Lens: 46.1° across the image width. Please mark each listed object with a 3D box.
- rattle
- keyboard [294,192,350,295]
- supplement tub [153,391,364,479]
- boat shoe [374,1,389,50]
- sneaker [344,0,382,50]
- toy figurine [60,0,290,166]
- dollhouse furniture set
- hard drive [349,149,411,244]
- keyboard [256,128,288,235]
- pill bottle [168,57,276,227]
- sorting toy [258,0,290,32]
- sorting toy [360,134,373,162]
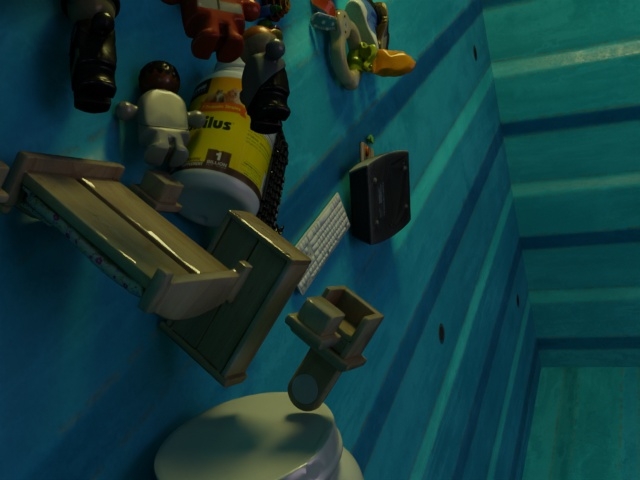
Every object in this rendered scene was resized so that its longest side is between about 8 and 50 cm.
[{"bbox_3d":[0.077,-0.379,1.407,0.130,0.142,0.200,-55,144,-28],"label":"rattle"},{"bbox_3d":[0.000,0.000,1.312,0.256,0.014,0.072,-54,134,-55],"label":"keyboard"},{"bbox_3d":[-0.050,0.371,0.867,0.241,0.241,0.331,-41,122,-60],"label":"supplement tub"},{"bbox_3d":[0.119,-0.431,1.608,0.049,0.056,0.152,23,74,-68],"label":"boat shoe"},{"bbox_3d":[0.102,-0.428,1.555,0.084,0.058,0.152,-43,119,-49],"label":"sneaker"},{"bbox_3d":[-0.147,-0.198,0.803,0.209,0.213,0.148,44,31,-60],"label":"toy figurine"},{"bbox_3d":[-0.154,0.073,0.724,0.174,0.303,0.355,-60,158,14],"label":"dollhouse furniture set"},{"bbox_3d":[0.124,-0.093,1.532,0.254,0.054,0.172,-28,117,-63],"label":"hard drive"},{"bbox_3d":[-0.078,-0.007,1.058,0.201,0.033,0.317,85,13,-59],"label":"keyboard"},{"bbox_3d":[-0.117,-0.132,0.957,0.117,0.117,0.215,52,40,-50],"label":"pill bottle"},{"bbox_3d":[-0.070,-0.351,1.187,0.061,0.042,0.102,33,57,-60],"label":"sorting toy"},{"bbox_3d":[0.099,-0.183,1.560,0.062,0.012,0.083,18,70,-63],"label":"sorting toy"}]
